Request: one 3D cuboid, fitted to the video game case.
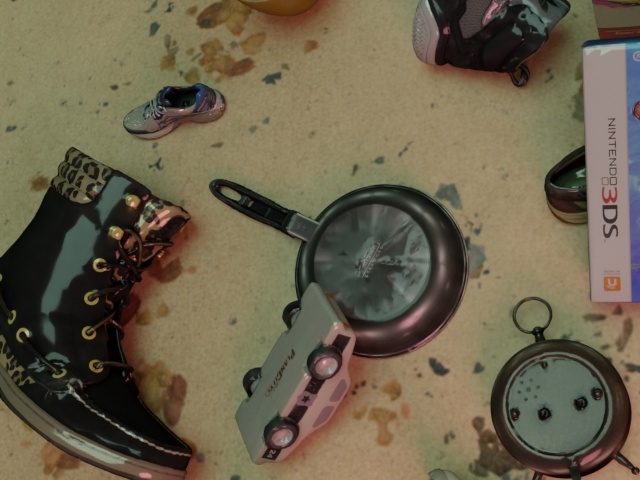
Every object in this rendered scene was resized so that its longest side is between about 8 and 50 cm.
[{"bbox_3d":[0.377,-0.065,0.877,0.269,0.061,0.244,-1,107,19],"label":"video game case"}]

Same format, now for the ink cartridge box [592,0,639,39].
[{"bbox_3d":[0.305,-0.294,0.971,0.067,0.198,0.115,1,74,22],"label":"ink cartridge box"}]

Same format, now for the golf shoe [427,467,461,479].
[{"bbox_3d":[0.178,0.276,0.926,0.086,0.069,0.176,-37,67,-14],"label":"golf shoe"}]

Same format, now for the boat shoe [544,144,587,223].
[{"bbox_3d":[0.328,-0.083,0.964,0.223,0.073,0.080,-23,69,15],"label":"boat shoe"}]

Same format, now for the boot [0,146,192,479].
[{"bbox_3d":[-0.242,0.077,1.108,0.377,0.138,0.284,29,85,32],"label":"boot"}]

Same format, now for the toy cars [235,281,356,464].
[{"bbox_3d":[-0.026,0.243,0.989,0.176,0.087,0.394,-15,61,56],"label":"toy cars"}]

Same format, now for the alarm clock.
[{"bbox_3d":[0.225,0.143,0.943,0.129,0.064,0.192,-19,64,15],"label":"alarm clock"}]

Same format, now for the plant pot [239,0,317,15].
[{"bbox_3d":[-0.046,-0.324,1.175,0.134,0.095,0.134,-6,71,19],"label":"plant pot"}]

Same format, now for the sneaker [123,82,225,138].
[{"bbox_3d":[-0.189,-0.167,1.202,0.135,0.058,0.052,-16,68,17],"label":"sneaker"}]

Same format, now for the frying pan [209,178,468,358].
[{"bbox_3d":[0.024,-0.018,1.081,0.197,0.053,0.326,-40,67,4],"label":"frying pan"}]

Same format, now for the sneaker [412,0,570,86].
[{"bbox_3d":[0.188,-0.282,1.004,0.153,0.269,0.101,25,48,18],"label":"sneaker"}]
